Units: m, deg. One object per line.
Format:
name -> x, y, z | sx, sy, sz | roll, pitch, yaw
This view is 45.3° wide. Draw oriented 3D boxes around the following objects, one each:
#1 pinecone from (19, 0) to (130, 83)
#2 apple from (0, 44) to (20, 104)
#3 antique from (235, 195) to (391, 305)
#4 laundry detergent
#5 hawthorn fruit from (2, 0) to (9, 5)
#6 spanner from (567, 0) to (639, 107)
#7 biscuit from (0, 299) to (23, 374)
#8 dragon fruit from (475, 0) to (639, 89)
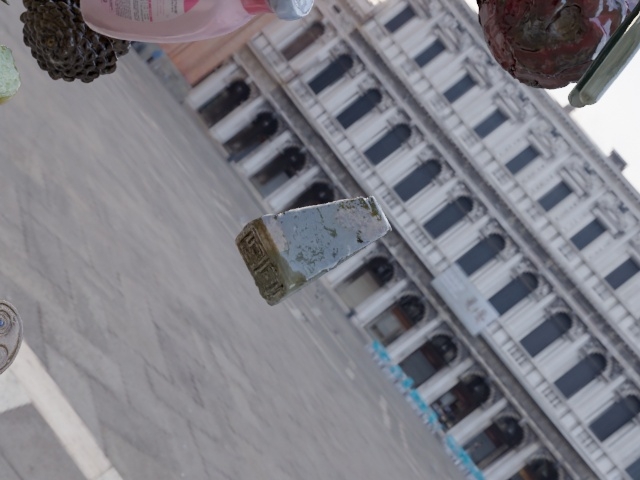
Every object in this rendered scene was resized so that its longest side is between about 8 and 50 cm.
pinecone -> -0.530, -0.497, 1.722 | 0.246, 0.246, 0.292 | 52, 30, -25
apple -> -0.732, -0.365, 1.421 | 0.346, 0.179, 0.254 | 39, -13, -24
antique -> 0.000, 0.000, 1.445 | 0.125, 0.284, 0.150 | -36, -103, 57
laundry detergent -> -0.169, -0.345, 1.041 | 0.335, 0.159, 0.088 | 8, -4, 24
hawthorn fruit -> -0.626, -0.572, 1.276 | 0.403, 0.402, 0.403 | 52, -1, 1
spanner -> 0.458, -0.321, 1.061 | 0.040, 0.325, 0.095 | 36, 8, -2
biscuit -> -0.512, 0.150, 1.155 | 0.175, 0.026, 0.124 | 14, 81, -69
dragon fruit -> 0.444, -0.437, 1.424 | 0.329, 0.329, 0.329 | 52, -1, 1
